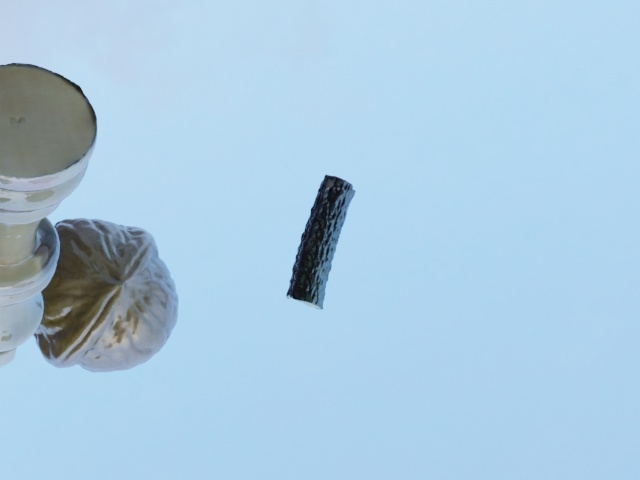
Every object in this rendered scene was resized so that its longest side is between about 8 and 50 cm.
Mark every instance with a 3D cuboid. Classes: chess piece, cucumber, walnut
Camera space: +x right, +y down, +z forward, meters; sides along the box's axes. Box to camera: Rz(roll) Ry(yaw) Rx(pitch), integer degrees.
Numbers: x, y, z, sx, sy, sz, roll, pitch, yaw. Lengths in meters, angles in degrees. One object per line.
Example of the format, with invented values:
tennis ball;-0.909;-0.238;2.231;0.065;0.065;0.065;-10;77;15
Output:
chess piece;-0.288;0.010;1.002;0.117;0.397;0.117;10;-125;-15
cucumber;-0.001;0.000;1.516;0.058;0.058;0.187;6;-107;36
walnut;-0.294;0.072;1.469;0.228;0.228;0.228;-17;-135;18
